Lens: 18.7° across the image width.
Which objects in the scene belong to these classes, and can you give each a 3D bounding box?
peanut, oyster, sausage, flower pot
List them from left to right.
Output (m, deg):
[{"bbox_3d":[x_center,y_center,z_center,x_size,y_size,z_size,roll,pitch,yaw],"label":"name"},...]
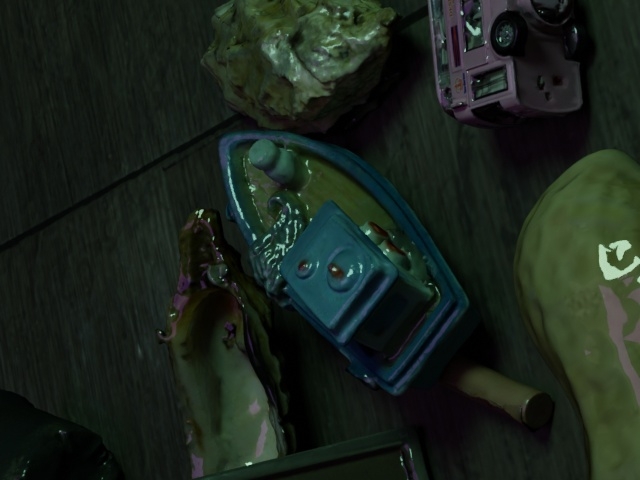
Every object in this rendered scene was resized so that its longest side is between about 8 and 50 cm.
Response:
[{"bbox_3d":[-0.224,0.196,1.486,0.107,0.157,0.157,6,95,36],"label":"flower pot"},{"bbox_3d":[-0.039,0.145,1.315,0.129,0.079,0.345,-14,88,52],"label":"oyster"},{"bbox_3d":[-0.026,-0.126,1.303,0.209,0.072,0.133,37,115,45],"label":"oyster"},{"bbox_3d":[0.095,0.085,1.197,0.116,0.026,0.026,25,109,47],"label":"sausage"},{"bbox_3d":[0.190,0.093,1.006,0.149,0.149,0.313,-38,62,43],"label":"peanut"}]

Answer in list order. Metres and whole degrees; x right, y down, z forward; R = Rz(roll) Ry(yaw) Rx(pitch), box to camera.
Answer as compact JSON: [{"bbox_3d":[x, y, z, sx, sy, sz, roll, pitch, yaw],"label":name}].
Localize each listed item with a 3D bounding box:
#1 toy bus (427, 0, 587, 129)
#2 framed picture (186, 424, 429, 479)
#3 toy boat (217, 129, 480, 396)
[{"bbox_3d":[0.106,-0.168,1.154,0.090,0.063,0.203,-15,77,52],"label":"toy bus"},{"bbox_3d":[-0.006,0.266,1.193,0.019,0.209,0.281,84,173,-68],"label":"framed picture"},{"bbox_3d":[0.000,0.000,1.238,0.109,0.098,0.238,-54,44,11],"label":"toy boat"}]
